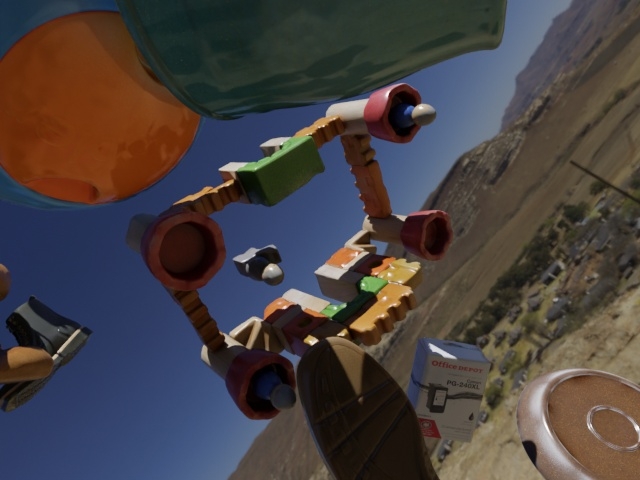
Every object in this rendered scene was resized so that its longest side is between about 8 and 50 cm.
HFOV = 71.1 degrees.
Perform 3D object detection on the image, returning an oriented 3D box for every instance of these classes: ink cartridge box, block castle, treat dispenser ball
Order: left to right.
[{"bbox_3d":[-0.256,-0.174,0.445,0.288,0.288,0.288,-53,-13,-18],"label":"treat dispenser ball"},{"bbox_3d":[0.000,0.000,0.639,0.453,0.212,0.303,-37,-61,-29],"label":"block castle"},{"bbox_3d":[0.211,0.252,0.759,0.063,0.109,0.151,-85,3,-79],"label":"ink cartridge box"}]

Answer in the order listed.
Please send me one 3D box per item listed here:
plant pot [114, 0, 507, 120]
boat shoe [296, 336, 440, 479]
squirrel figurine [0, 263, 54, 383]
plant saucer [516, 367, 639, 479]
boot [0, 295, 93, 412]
[{"bbox_3d":[0.018,-0.239,0.357,0.271,0.255,0.272,4,-90,-70],"label":"plant pot"},{"bbox_3d":[0.072,0.278,0.533,0.123,0.342,0.123,-32,-8,-30],"label":"boat shoe"},{"bbox_3d":[-0.611,0.029,0.600,0.397,0.281,0.371,52,-154,-74],"label":"squirrel figurine"},{"bbox_3d":[0.521,0.347,0.803,0.310,0.310,0.050,-46,-35,-42],"label":"plant saucer"},{"bbox_3d":[-0.521,0.191,0.784,0.077,0.137,0.198,-51,6,22],"label":"boot"}]
